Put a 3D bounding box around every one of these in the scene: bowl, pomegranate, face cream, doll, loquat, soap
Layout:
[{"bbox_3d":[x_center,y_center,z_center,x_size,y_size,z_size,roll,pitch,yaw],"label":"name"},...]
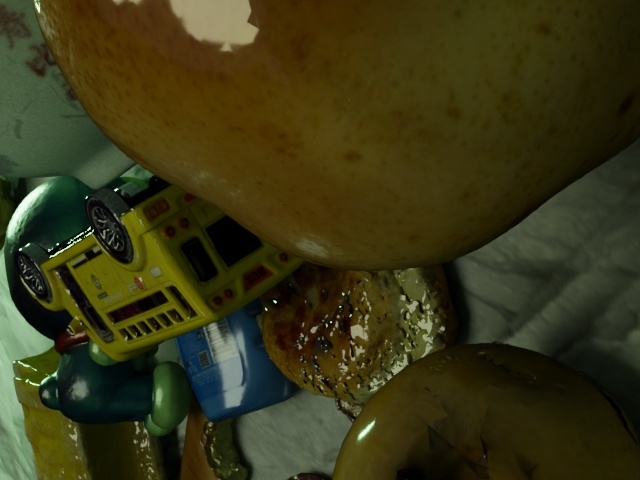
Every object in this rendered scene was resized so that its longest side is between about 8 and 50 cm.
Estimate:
[{"bbox_3d":[-0.186,-0.173,1.203,0.196,0.435,0.435,53,149,-9],"label":"bowl"},{"bbox_3d":[0.030,-0.183,0.815,0.416,0.416,0.417,28,124,51],"label":"pomegranate"},{"bbox_3d":[-0.110,0.048,1.385,0.149,0.083,0.264,-26,79,49],"label":"face cream"},{"bbox_3d":[-0.245,0.059,1.492,0.198,0.186,0.322,125,136,-68],"label":"doll"},{"bbox_3d":[0.117,0.184,0.940,0.235,0.235,0.235,28,124,51],"label":"loquat"},{"bbox_3d":[-0.285,0.279,1.713,0.259,0.143,0.281,5,111,60],"label":"soap"}]

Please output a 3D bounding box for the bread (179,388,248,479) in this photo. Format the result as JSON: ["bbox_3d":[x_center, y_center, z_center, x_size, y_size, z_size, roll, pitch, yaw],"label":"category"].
[{"bbox_3d":[-0.120,0.270,1.520,0.088,0.049,0.226,45,136,42],"label":"bread"}]

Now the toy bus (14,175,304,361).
[{"bbox_3d":[-0.152,0.017,1.226,0.151,0.145,0.331,58,151,-5],"label":"toy bus"}]

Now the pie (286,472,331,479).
[{"bbox_3d":[-0.007,0.304,1.349,0.154,0.036,0.155,3,94,55],"label":"pie"}]

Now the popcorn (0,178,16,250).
[{"bbox_3d":[-0.529,-0.079,1.910,0.251,0.205,0.237,-29,62,46],"label":"popcorn"}]

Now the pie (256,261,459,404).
[{"bbox_3d":[0.001,0.000,1.190,0.308,0.085,0.308,27,123,52],"label":"pie"}]

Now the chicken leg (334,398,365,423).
[{"bbox_3d":[0.039,0.130,1.226,0.145,0.037,0.062,44,122,44],"label":"chicken leg"}]
